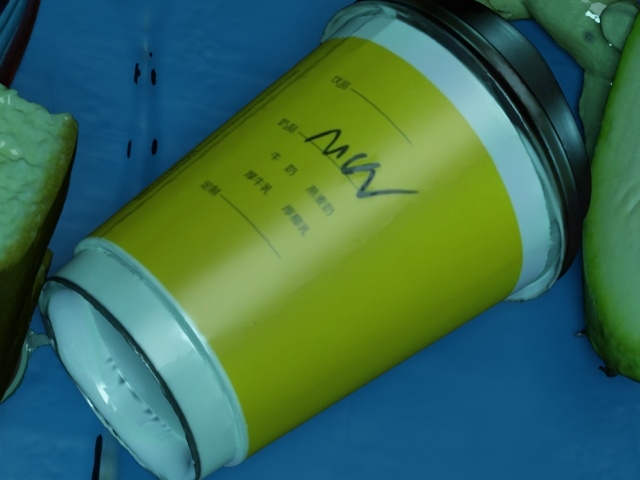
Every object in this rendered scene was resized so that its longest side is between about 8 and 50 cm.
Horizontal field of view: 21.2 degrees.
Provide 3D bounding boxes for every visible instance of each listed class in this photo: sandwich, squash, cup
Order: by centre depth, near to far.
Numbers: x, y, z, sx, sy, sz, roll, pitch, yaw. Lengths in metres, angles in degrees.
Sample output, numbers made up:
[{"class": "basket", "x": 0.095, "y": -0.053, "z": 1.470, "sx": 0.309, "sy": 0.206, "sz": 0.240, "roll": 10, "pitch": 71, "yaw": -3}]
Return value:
[{"class": "sandwich", "x": -0.197, "y": 0.028, "z": 0.788, "sx": 0.122, "sy": 0.235, "sz": 0.128, "roll": 20, "pitch": 47, "yaw": -4}, {"class": "cup", "x": 0.000, "y": 0.000, "z": 0.910, "sx": 0.280, "sy": 0.196, "sz": 0.196, "roll": -37, "pitch": 82, "yaw": -24}, {"class": "squash", "x": 0.220, "y": -0.086, "z": 0.997, "sx": 0.203, "sy": 0.111, "sz": 0.288, "roll": -18, "pitch": 116, "yaw": -35}]

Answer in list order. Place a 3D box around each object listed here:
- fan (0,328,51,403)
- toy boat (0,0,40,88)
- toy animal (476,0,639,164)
[{"class": "fan", "x": -0.172, "y": 0.055, "z": 0.910, "sx": 0.133, "sy": 0.005, "sz": 0.085, "roll": -1, "pitch": 65, "yaw": -22}, {"class": "toy boat", "x": -0.251, "y": -0.065, "z": 0.903, "sx": 0.136, "sy": 0.079, "sz": 0.392, "roll": 36, "pitch": 60, "yaw": -4}, {"class": "toy animal", "x": 0.182, "y": -0.134, "z": 1.111, "sx": 0.218, "sy": 0.103, "sz": 0.101, "roll": 48, "pitch": 34, "yaw": 11}]
